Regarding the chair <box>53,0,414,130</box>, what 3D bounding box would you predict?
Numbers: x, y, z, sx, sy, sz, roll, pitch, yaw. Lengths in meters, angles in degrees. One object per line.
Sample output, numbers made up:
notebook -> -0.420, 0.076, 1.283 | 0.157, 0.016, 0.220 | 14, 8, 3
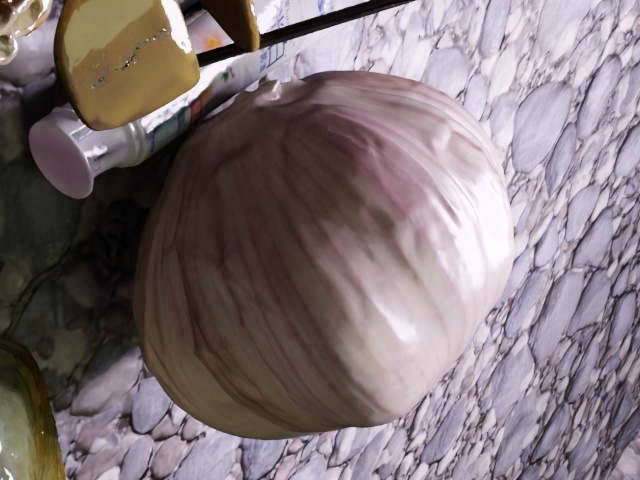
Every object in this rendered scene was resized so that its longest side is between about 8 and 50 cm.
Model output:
chair -> -0.069, -0.189, 0.786 | 0.247, 0.172, 0.158 | -27, 140, -7

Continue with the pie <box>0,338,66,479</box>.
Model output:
pie -> -0.209, 0.210, 0.850 | 0.071, 0.306, 0.306 | -6, 129, -7

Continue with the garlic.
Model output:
garlic -> 0.000, 0.000, 0.943 | 0.317, 0.317, 0.259 | -44, 119, -26

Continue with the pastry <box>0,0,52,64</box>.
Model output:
pastry -> -0.217, -0.197, 0.583 | 0.237, 0.170, 0.256 | -46, 147, -60

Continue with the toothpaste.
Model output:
toothpaste -> -0.076, -0.138, 0.923 | 0.323, 0.066, 0.100 | -42, 139, -36
